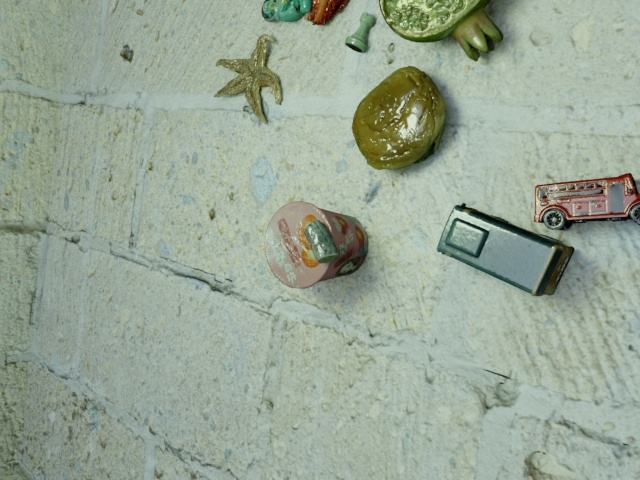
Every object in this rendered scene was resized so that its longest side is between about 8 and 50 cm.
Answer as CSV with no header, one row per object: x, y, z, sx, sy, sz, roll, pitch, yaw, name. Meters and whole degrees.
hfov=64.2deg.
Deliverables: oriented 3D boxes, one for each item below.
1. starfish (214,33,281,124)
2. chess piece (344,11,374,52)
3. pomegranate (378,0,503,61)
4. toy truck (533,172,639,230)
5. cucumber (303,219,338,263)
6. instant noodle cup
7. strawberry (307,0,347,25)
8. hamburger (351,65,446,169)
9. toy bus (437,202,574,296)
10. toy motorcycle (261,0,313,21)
-0.252,-0.561,1.788,0.302,0.060,0.299,10,100,30,starfish
0.122,-0.622,1.522,0.067,0.067,0.103,29,97,33,chess piece
0.328,-0.625,1.296,0.309,0.216,0.358,-36,99,29,pomegranate
0.610,-0.083,1.121,0.252,0.107,0.114,-4,87,36,toy truck
0.001,0.002,1.305,0.064,0.064,0.112,-37,67,29,cucumber
0.002,0.015,1.481,0.243,0.231,0.243,-1,89,36,instant noodle cup
0.032,-0.758,1.587,0.121,0.082,0.188,55,129,41,strawberry
0.207,-0.328,1.405,0.285,0.134,0.266,-36,71,27,hamburger
0.428,0.019,1.213,0.275,0.167,0.139,28,105,34,toy bus
-0.081,-0.825,1.645,0.198,0.109,0.296,46,117,27,toy motorcycle
